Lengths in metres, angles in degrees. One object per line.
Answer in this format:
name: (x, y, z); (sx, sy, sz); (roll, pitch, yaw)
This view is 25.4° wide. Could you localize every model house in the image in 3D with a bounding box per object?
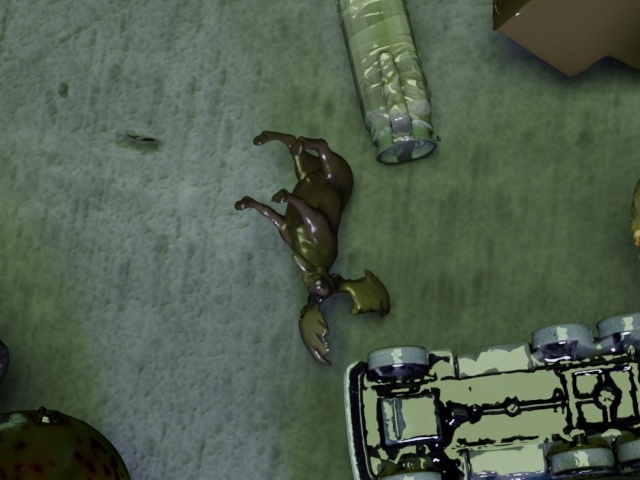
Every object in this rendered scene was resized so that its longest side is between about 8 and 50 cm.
model house: (0.298, -0.307, 1.488); (0.176, 0.181, 0.248); (30, 45, -25)

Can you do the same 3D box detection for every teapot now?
teapot: (0.070, -0.186, 1.486); (0.077, 0.107, 0.200); (-13, 74, 0)

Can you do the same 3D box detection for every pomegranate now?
pomegranate: (-0.282, 0.277, 1.366); (0.202, 0.202, 0.248); (12, 103, 10)

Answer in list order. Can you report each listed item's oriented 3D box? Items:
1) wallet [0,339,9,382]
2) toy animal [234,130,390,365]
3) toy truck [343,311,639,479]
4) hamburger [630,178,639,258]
wallet: (-0.500, 0.085, 1.447); (0.228, 0.062, 0.406); (-47, 57, -6)
toy animal: (0.000, 0.000, 1.443); (0.093, 0.186, 0.214); (-12, 47, 34)
toy truck: (0.211, 0.164, 1.335); (0.367, 0.175, 0.146); (-6, 73, 5)
hamburger: (0.429, 0.003, 1.305); (0.302, 0.302, 0.170); (25, 122, 13)
